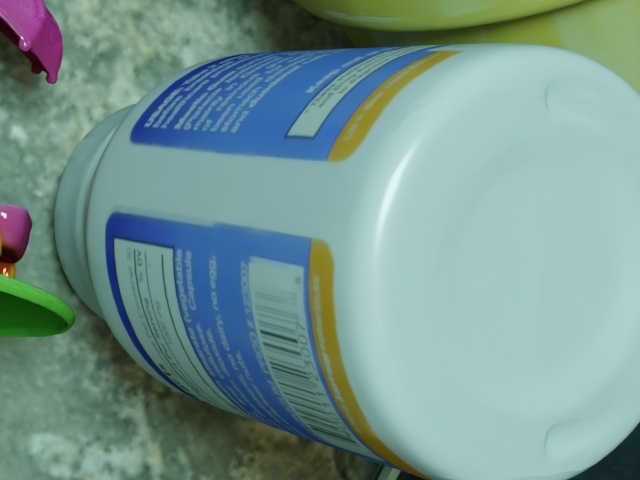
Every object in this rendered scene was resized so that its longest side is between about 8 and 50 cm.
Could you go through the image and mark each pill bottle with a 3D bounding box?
[{"bbox_3d":[0.000,0.000,0.611,0.152,0.272,0.152,-4,97,-33],"label":"pill bottle"}]

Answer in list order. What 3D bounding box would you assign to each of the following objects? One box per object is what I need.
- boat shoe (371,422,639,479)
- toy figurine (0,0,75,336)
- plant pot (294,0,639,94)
[{"bbox_3d":[0.236,0.070,0.725,0.500,0.156,0.187,-28,107,8],"label":"boat shoe"},{"bbox_3d":[-0.175,-0.054,0.638,0.173,0.130,0.159,8,75,-2],"label":"toy figurine"},{"bbox_3d":[0.112,-0.126,0.694,0.254,0.254,0.239,-35,124,-20],"label":"plant pot"}]
